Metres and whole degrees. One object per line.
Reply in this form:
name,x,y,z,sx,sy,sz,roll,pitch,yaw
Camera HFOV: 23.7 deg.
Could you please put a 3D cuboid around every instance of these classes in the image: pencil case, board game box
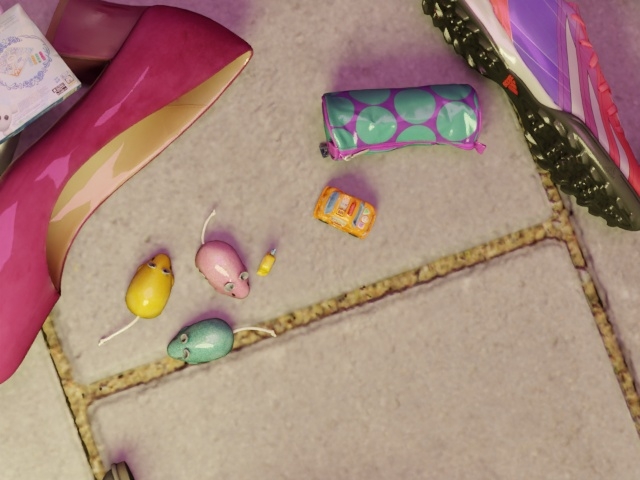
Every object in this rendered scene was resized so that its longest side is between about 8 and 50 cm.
pencil case,0.076,-0.110,1.430,0.151,0.064,0.070,-6,68,-8
board game box,-0.269,-0.143,1.311,0.090,0.020,0.090,-37,89,-14

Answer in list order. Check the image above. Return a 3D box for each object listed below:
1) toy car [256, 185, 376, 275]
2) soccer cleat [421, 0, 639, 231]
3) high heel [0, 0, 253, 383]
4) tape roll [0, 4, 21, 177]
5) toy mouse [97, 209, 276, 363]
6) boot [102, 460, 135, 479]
toy car,0.000,0.000,1.418,0.060,0.040,0.122,42,79,-1
soccer cleat,0.229,-0.154,1.438,0.116,0.108,0.318,-37,86,-14
high heel,-0.188,-0.041,1.352,0.181,0.127,0.377,13,79,2
tape roll,-0.408,-0.137,1.353,0.286,0.100,0.286,1,83,-7
toy mouse,-0.104,0.057,1.401,0.143,0.031,0.161,28,80,-3
boot,-0.248,0.304,1.339,0.208,0.076,0.190,-10,82,-2
